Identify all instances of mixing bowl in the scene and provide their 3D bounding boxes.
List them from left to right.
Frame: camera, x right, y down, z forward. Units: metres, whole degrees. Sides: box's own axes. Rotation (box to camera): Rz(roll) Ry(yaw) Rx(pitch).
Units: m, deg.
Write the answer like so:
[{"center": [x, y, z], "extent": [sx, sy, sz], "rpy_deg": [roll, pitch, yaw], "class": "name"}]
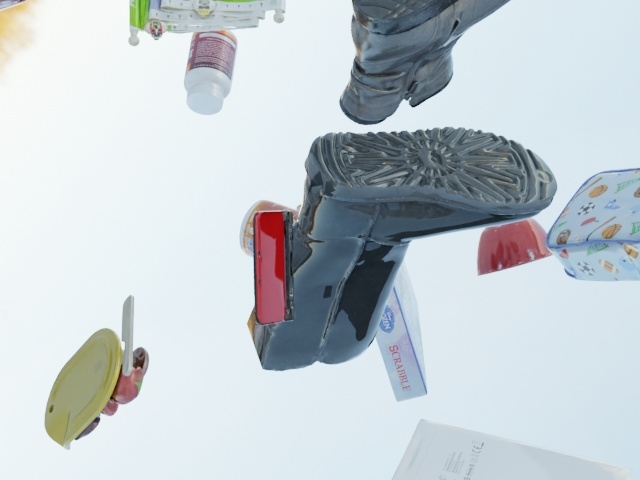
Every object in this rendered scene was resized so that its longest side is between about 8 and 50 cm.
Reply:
[{"center": [0.399, 0.004, 2.768], "extent": [0.181, 0.098, 0.181], "rpy_deg": [-16, 178, -1], "class": "mixing bowl"}]

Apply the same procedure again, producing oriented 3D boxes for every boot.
[{"center": [0.108, 0.034, 1.973], "extent": [0.445, 0.367, 0.146], "rpy_deg": [108, -18, -45], "class": "boot"}, {"center": [0.169, -0.287, 1.660], "extent": [0.338, 0.118, 0.223], "rpy_deg": [-23, 151, -16], "class": "boot"}]

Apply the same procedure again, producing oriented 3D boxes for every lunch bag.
[{"center": [0.571, -0.038, 2.395], "extent": [0.243, 0.115, 0.303], "rpy_deg": [-49, -155, -24], "class": "lunch bag"}]

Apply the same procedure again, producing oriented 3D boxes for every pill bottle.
[{"center": [-0.196, -0.301, 2.345], "extent": [0.086, 0.086, 0.152], "rpy_deg": [-32, -139, 43], "class": "pill bottle"}, {"center": [-0.042, 0.003, 2.601], "extent": [0.216, 0.121, 0.121], "rpy_deg": [18, -114, 27], "class": "pill bottle"}]

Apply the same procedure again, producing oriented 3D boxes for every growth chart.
[{"center": [-0.159, -0.353, 1.856], "extent": [0.021, 0.237, 0.172], "rpy_deg": [91, -11, -61], "class": "growth chart"}]

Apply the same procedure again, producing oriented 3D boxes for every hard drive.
[{"center": [0.301, 0.389, 2.087], "extent": [0.233, 0.353, 0.047], "rpy_deg": [-50, 148, -62], "class": "hard drive"}]

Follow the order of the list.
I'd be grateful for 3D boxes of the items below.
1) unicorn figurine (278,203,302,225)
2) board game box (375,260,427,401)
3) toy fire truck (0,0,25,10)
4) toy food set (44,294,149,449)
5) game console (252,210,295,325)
[{"center": [0.000, 0.000, 2.063], "extent": [0.060, 0.162, 0.111], "rpy_deg": [-53, -125, 34], "class": "unicorn figurine"}, {"center": [0.126, 0.085, 2.511], "extent": [0.066, 0.318, 0.318], "rpy_deg": [-14, -150, 8], "class": "board game box"}, {"center": [-0.515, -0.452, 2.072], "extent": [0.158, 0.217, 0.246], "rpy_deg": [-14, 173, 23], "class": "toy fire truck"}, {"center": [-0.270, 0.185, 1.693], "extent": [0.218, 0.071, 0.128], "rpy_deg": [-44, -142, 31], "class": "toy food set"}, {"center": [-0.081, 0.034, 1.708], "extent": [0.124, 0.085, 0.144], "rpy_deg": [1, -88, 56], "class": "game console"}]
